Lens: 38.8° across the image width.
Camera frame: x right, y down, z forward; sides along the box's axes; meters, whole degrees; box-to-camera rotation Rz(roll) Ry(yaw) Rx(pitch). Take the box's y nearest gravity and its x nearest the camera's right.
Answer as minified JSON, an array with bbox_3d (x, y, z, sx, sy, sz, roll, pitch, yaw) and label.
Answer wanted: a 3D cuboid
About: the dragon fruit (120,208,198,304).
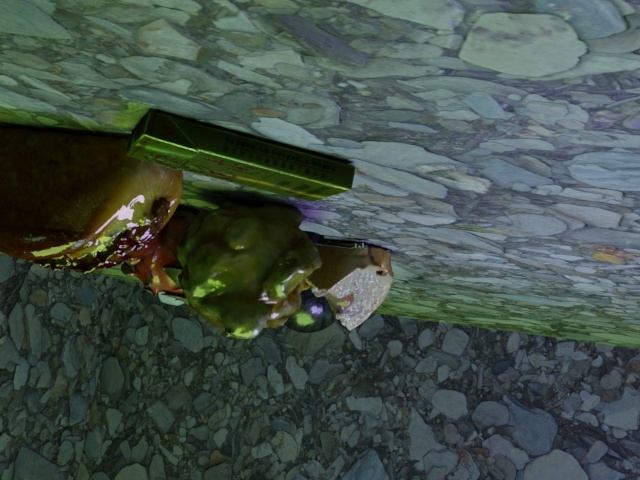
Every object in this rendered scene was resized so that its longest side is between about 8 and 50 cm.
[{"bbox_3d":[-0.325,0.034,2.042,0.227,0.224,0.224,2,170,10],"label":"dragon fruit"}]

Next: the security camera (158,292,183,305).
[{"bbox_3d":[-0.325,0.101,2.566,0.236,0.195,0.194,6,171,4],"label":"security camera"}]

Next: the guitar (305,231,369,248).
[{"bbox_3d":[0.000,0.000,2.051,0.233,0.025,0.088,5,170,24],"label":"guitar"}]

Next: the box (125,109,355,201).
[{"bbox_3d":[-0.122,-0.119,1.353,0.311,0.043,0.173,14,171,-19],"label":"box"}]

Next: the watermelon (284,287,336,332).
[{"bbox_3d":[-0.035,0.152,2.491,0.212,0.212,0.212,10,171,2],"label":"watermelon"}]

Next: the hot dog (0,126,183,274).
[{"bbox_3d":[-0.436,-0.062,1.510,0.405,0.223,0.185,6,168,20],"label":"hot dog"}]

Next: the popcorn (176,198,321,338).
[{"bbox_3d":[-0.146,0.046,1.803,0.279,0.274,0.335,37,167,11],"label":"popcorn"}]

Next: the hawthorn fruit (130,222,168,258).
[{"bbox_3d":[-0.384,-0.044,1.731,0.188,0.169,0.169,-7,169,8],"label":"hawthorn fruit"}]

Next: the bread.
[{"bbox_3d":[0.069,0.051,2.140,0.211,0.224,0.183,-38,144,16],"label":"bread"}]

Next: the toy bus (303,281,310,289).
[{"bbox_3d":[-0.168,0.078,2.343,0.151,0.145,0.331,-3,179,-35],"label":"toy bus"}]
